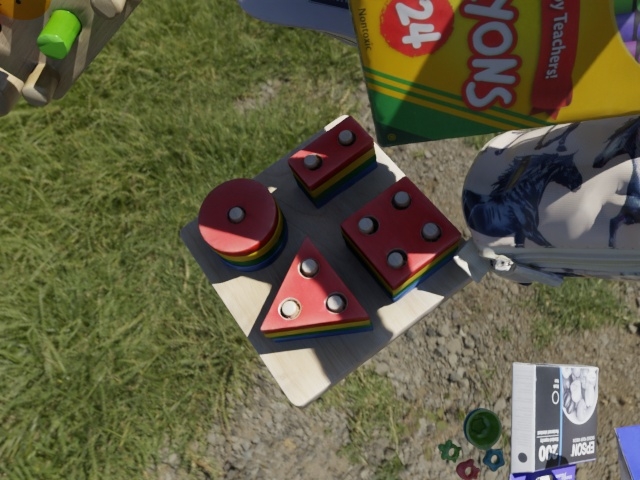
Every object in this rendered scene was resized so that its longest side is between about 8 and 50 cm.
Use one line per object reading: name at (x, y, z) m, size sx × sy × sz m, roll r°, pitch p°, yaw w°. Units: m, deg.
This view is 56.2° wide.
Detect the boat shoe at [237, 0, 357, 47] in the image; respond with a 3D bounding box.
boat shoe at (0.051, -0.222, 0.573) m, size 0.268 × 0.096 × 0.088 m, roll 14°, pitch 29°, yaw 9°

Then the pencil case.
pencil case at (0.304, -0.030, 0.476) m, size 0.410 × 0.160 × 0.183 m, roll 0°, pitch 57°, yaw 58°

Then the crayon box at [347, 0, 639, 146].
crayon box at (0.179, -0.186, 0.411) m, size 0.319 × 0.202 × 0.081 m, roll -6°, pitch 40°, yaw 16°

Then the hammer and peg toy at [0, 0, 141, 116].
hammer and peg toy at (-0.417, -0.293, 0.750) m, size 0.361 × 0.266 × 0.127 m, roll -31°, pitch 41°, yaw 33°

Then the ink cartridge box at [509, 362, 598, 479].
ink cartridge box at (0.365, 0.297, 0.931) m, size 0.045 × 0.206 × 0.208 m, roll -3°, pitch 79°, yaw 49°

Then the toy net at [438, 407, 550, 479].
toy net at (0.325, 0.403, 1.066) m, size 0.232 × 0.045 × 0.122 m, roll 40°, pitch 77°, yaw -7°

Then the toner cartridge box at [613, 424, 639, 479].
toner cartridge box at (0.471, 0.411, 0.811) m, size 0.075 × 0.347 × 0.165 m, roll -13°, pitch 38°, yaw 17°

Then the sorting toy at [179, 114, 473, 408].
sorting toy at (0.000, 0.000, 0.660) m, size 0.255 × 0.089 × 0.257 m, roll -36°, pitch 67°, yaw -6°
